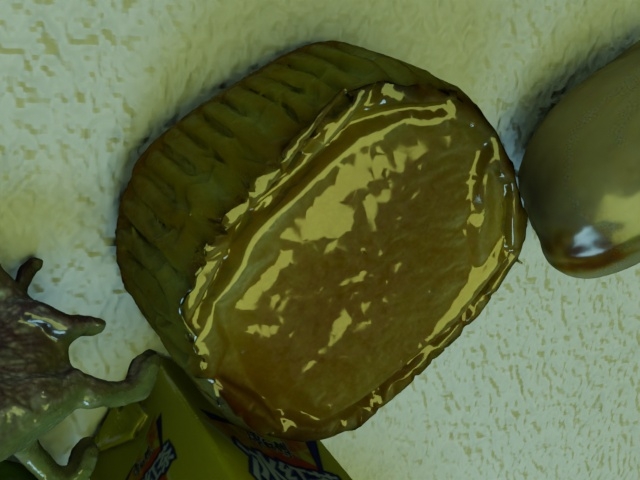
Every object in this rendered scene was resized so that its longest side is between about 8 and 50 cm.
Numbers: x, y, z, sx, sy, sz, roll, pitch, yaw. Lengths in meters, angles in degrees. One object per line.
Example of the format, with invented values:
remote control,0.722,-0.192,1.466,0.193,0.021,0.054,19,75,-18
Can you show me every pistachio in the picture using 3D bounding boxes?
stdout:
pistachio,0.239,-0.065,0.773,0.215,0.144,0.144,-49,128,-9

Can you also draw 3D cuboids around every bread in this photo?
bread,0.000,0.000,0.666,0.253,0.142,0.227,-38,129,-5

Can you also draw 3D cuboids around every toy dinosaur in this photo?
toy dinosaur,-0.198,0.097,0.571,0.200,0.072,0.251,31,61,-39

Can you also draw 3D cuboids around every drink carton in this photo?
drink carton,-0.019,0.216,0.628,0.155,0.351,0.111,29,98,-37

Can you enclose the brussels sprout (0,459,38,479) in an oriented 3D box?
brussels sprout,-0.227,0.214,0.642,0.183,0.145,0.131,-4,153,12
